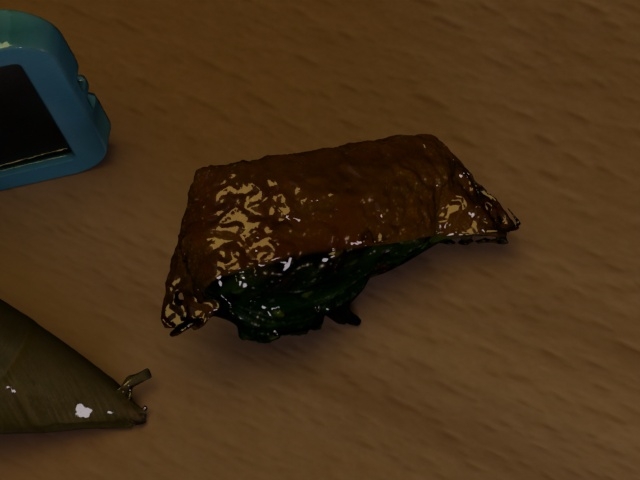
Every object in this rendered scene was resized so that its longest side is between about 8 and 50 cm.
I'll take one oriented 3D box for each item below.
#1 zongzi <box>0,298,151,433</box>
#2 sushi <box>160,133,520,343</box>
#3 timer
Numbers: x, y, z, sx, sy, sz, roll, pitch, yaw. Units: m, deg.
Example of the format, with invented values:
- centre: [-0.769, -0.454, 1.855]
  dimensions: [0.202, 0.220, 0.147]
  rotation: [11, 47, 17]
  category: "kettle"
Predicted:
- centre: [-0.369, 0.075, 1.346]
  dimensions: [0.418, 0.447, 0.181]
  rotation: [17, 94, 10]
  category: "zongzi"
- centre: [0.000, -0.001, 1.481]
  dimensions: [0.287, 0.149, 0.140]
  rotation: [-9, 80, -25]
  category: "sushi"
- centre: [-0.310, -0.099, 1.514]
  dimensions: [0.250, 0.232, 0.091]
  rotation: [-3, 67, 9]
  category: "timer"
